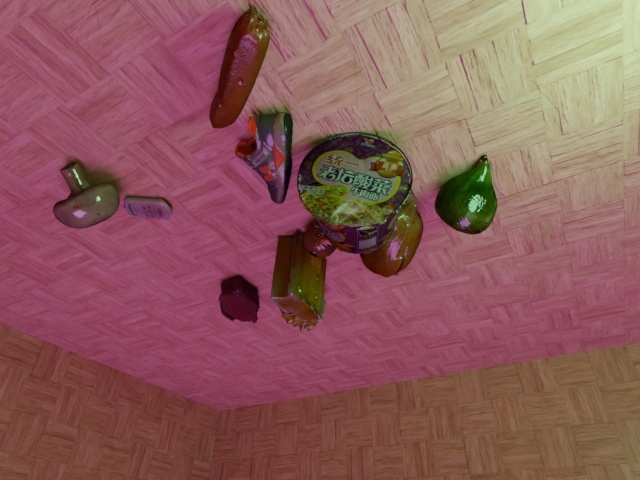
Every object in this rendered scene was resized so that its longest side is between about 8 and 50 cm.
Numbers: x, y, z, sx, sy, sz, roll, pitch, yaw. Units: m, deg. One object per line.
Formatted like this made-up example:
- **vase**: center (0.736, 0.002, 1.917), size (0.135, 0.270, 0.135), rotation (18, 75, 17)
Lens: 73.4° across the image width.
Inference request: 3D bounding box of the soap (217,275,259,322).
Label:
- **soap**: center (-0.383, 0.277, 2.020), size (0.182, 0.112, 0.289), rotation (1, 142, -5)

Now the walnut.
- **walnut**: center (0.264, -0.014, 1.551), size (0.209, 0.209, 0.336), rotation (11, 132, -13)

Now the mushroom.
- **mushroom**: center (-0.791, -0.151, 1.428), size (0.207, 0.207, 0.215), rotation (-13, 109, 18)

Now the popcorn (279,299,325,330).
- **popcorn**: center (-0.083, 0.304, 1.977), size (0.218, 0.189, 0.169), rotation (-4, 145, 10)

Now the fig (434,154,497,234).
- **fig**: center (0.498, -0.150, 1.385), size (0.203, 0.203, 0.235), rotation (19, 118, -22)

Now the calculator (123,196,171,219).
- **calculator**: center (-0.633, -0.118, 1.570), size (0.175, 0.032, 0.100), rotation (3, 143, -2)

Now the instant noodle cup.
- **instant noodle cup**: center (0.107, -0.120, 1.331), size (0.340, 0.339, 0.266), rotation (-3, 151, 5)

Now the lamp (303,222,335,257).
- **lamp**: center (0.000, 0.000, 1.622), size (0.136, 0.136, 0.136), rotation (1, 143, 1)

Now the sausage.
- **sausage**: center (-0.214, -0.420, 1.109), size (0.094, 0.097, 0.348), rotation (21, 139, -13)

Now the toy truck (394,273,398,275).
- **toy truck**: center (0.312, 0.096, 1.806), size (0.063, 0.052, 0.123), rotation (10, 141, -4)

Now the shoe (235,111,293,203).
- **shoe**: center (-0.177, -0.245, 1.320), size (0.171, 0.132, 0.336), rotation (7, 141, 0)

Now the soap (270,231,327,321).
- **soap**: center (-0.075, 0.147, 1.698), size (0.143, 0.281, 0.259), rotation (-16, 140, 25)

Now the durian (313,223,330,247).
- **durian**: center (0.065, -0.035, 1.540), size (0.183, 0.165, 0.132), rotation (11, 117, -11)
